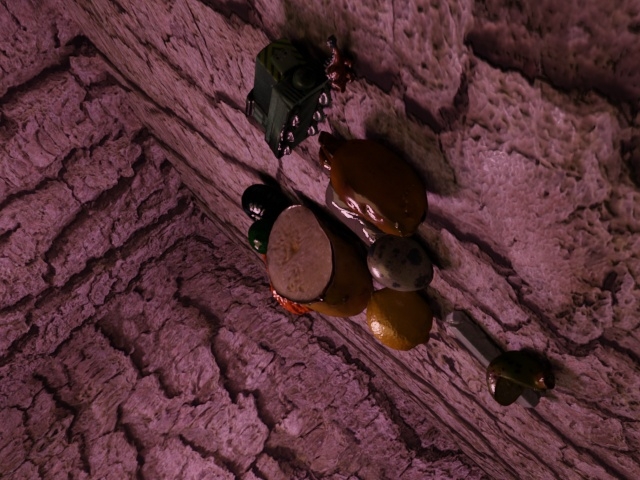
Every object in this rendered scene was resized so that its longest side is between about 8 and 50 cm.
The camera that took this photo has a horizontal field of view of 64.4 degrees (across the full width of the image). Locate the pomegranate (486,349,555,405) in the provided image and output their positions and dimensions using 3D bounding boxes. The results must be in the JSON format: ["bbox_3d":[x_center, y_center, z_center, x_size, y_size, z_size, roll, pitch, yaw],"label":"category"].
[{"bbox_3d":[0.500,0.336,1.280,0.143,0.123,0.169,22,136,-21],"label":"pomegranate"}]

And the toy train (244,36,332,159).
[{"bbox_3d":[-0.082,-0.315,1.151,0.178,0.138,0.330,50,165,3],"label":"toy train"}]

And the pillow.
[{"bbox_3d":[0.102,-0.059,1.456,0.255,0.059,0.169,43,168,12],"label":"pillow"}]

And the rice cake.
[{"bbox_3d":[0.476,0.326,1.410,0.336,0.063,0.066,45,162,5],"label":"rice cake"}]

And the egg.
[{"bbox_3d":[0.208,0.059,1.312,0.181,0.141,0.141,28,164,2],"label":"egg"}]

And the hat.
[{"bbox_3d":[-0.105,0.083,1.938,0.285,0.285,0.400,34,165,39],"label":"hat"}]

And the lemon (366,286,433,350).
[{"bbox_3d":[0.243,0.236,1.573,0.231,0.192,0.192,41,165,13],"label":"lemon"}]

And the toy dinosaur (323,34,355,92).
[{"bbox_3d":[0.033,-0.328,0.960,0.055,0.049,0.154,44,170,21],"label":"toy dinosaur"}]

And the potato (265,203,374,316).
[{"bbox_3d":[0.014,0.097,1.778,0.295,0.290,0.397,22,-158,-45],"label":"potato"}]

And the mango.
[{"bbox_3d":[0.119,-0.110,1.085,0.249,0.151,0.156,47,132,12],"label":"mango"}]

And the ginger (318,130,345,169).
[{"bbox_3d":[0.052,-0.190,1.231,0.162,0.073,0.103,50,153,11],"label":"ginger"}]

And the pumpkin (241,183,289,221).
[{"bbox_3d":[-0.212,-0.136,1.968,0.201,0.140,0.202,28,160,11],"label":"pumpkin"}]
